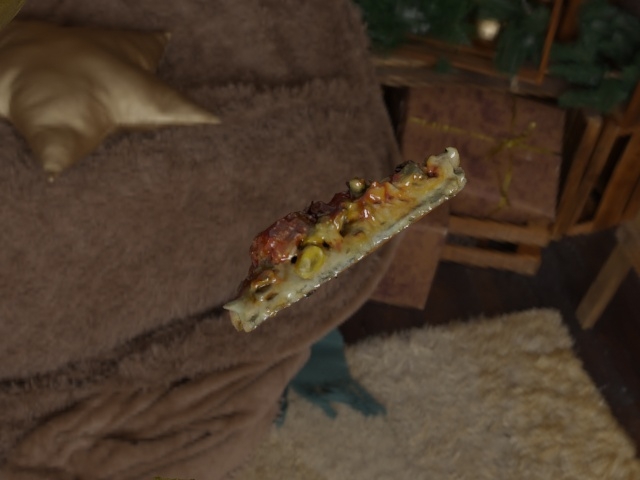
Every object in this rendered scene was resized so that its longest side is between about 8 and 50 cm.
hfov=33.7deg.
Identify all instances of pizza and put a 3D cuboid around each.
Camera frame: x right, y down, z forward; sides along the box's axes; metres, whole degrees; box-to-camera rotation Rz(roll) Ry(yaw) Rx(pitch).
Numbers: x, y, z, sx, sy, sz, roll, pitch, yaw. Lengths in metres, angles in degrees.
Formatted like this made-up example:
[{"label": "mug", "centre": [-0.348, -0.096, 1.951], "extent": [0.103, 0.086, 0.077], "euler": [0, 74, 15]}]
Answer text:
[{"label": "pizza", "centre": [0.000, 0.000, 0.716], "extent": [0.053, 0.201, 0.193], "euler": [56, 28, 1]}]

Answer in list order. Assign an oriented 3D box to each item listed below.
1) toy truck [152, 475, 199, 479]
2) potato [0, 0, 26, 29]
[{"label": "toy truck", "centre": [-0.124, 0.226, 0.590], "extent": [0.098, 0.114, 0.227], "euler": [-2, 14, 20]}, {"label": "potato", "centre": [-0.304, -0.121, 0.569], "extent": [0.330, 0.212, 0.280], "euler": [-6, 43, 40]}]
